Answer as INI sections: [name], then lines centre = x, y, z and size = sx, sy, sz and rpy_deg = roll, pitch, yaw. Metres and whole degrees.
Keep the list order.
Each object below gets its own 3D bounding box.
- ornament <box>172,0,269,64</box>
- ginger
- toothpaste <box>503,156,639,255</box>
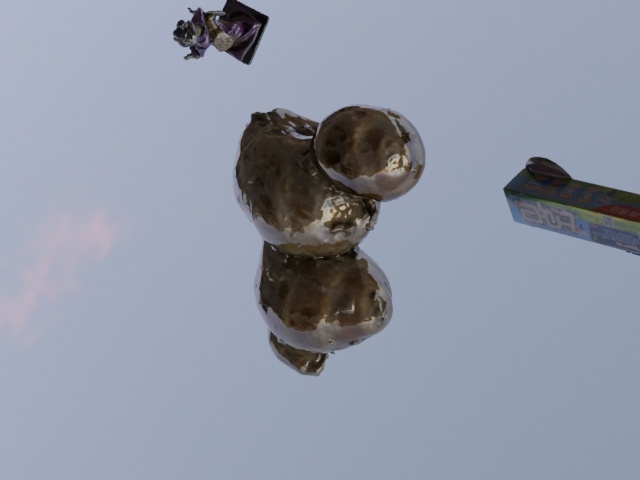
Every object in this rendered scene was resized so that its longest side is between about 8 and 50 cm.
[ornament]
centre = -0.166, -0.297, 2.062
size = 0.088, 0.081, 0.203
rpy_deg = 29, -155, 17
[ginger]
centre = 0.000, 0.000, 1.673
size = 0.256, 0.375, 0.176
rpy_deg = 27, -147, 37
[toothpaste]
centre = 0.287, -0.041, 1.550
size = 0.044, 0.070, 0.193
rpy_deg = -42, -143, -26
